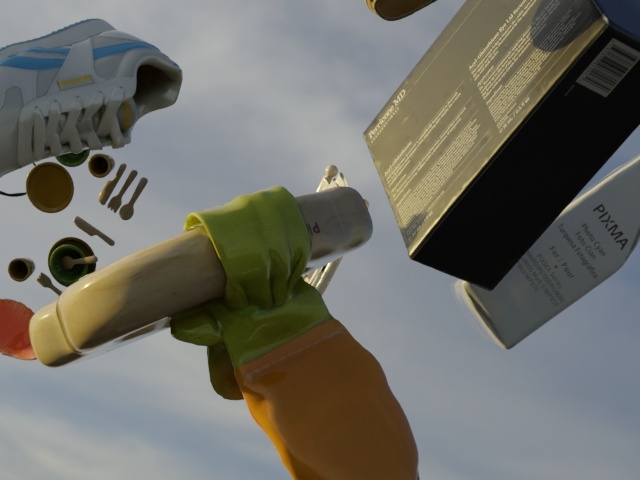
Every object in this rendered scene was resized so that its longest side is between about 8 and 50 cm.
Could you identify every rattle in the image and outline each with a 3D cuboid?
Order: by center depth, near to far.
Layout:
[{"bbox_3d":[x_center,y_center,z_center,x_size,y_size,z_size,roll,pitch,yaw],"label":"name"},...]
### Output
[{"bbox_3d":[-0.055,0.062,0.607,0.199,0.130,0.143,-26,-79,33],"label":"rattle"}]

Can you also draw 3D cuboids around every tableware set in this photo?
[{"bbox_3d":[-0.235,-0.022,1.319,0.104,0.154,0.024,35,15,6],"label":"tableware set"}]

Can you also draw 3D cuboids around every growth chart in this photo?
[{"bbox_3d":[0.000,0.000,1.747,0.021,0.172,0.237,23,11,-15],"label":"growth chart"}]

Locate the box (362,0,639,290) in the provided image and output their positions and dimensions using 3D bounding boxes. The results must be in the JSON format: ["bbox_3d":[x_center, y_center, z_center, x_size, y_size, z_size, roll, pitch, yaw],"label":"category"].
[{"bbox_3d":[0.165,-0.117,1.234,0.103,0.184,0.261,21,-58,-32],"label":"box"}]

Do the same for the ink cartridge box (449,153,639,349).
[{"bbox_3d":[0.323,-0.025,1.570,0.091,0.385,0.308,56,1,4],"label":"ink cartridge box"}]

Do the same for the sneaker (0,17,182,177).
[{"bbox_3d":[-0.198,-0.106,1.117,0.092,0.228,0.087,25,-51,20],"label":"sneaker"}]

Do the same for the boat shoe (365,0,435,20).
[{"bbox_3d":[0.111,-0.233,1.136,0.068,0.072,0.190,24,-55,-41],"label":"boat shoe"}]

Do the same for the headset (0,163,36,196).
[{"bbox_3d":[-0.512,-0.034,1.733,0.243,0.394,0.185,48,-25,25],"label":"headset"}]
